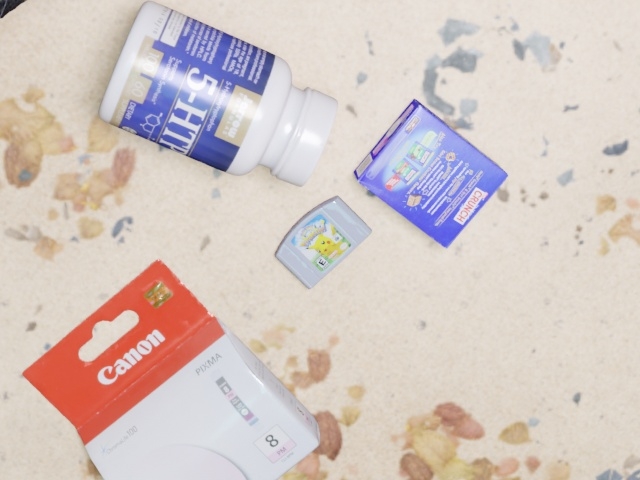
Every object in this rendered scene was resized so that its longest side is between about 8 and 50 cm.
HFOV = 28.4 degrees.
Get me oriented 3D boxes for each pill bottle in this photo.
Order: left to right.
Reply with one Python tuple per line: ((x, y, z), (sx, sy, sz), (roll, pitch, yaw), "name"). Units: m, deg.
((-0.086, -0.120, 1.091), (0.186, 0.112, 0.112), (22, 106, -10), "pill bottle")

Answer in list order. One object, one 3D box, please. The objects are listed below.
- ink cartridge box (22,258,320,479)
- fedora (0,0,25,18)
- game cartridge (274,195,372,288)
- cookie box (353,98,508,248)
((-0.144, 0.164, 1.213), (0.189, 0.066, 0.232), (-39, 110, 10), "ink cartridge box")
((-0.260, -0.273, 0.982), (0.152, 0.334, 0.334), (-10, 114, -42), "fedora")
((0.000, 0.000, 1.185), (0.083, 0.017, 0.056), (-43, 101, 11), "game cartridge")
((0.100, -0.060, 1.156), (0.107, 0.040, 0.092), (37, 103, -13), "cookie box")
